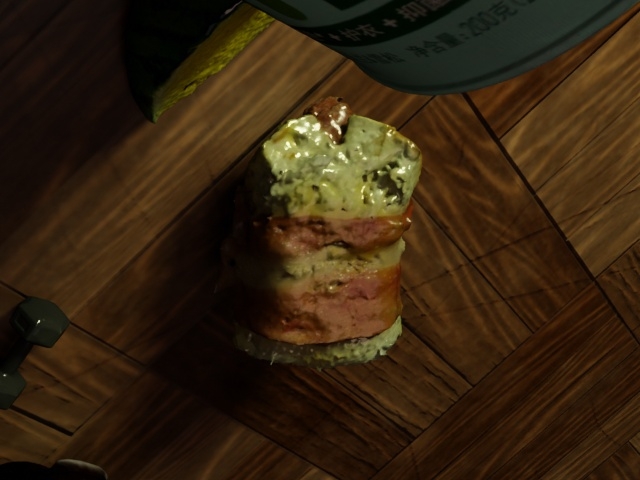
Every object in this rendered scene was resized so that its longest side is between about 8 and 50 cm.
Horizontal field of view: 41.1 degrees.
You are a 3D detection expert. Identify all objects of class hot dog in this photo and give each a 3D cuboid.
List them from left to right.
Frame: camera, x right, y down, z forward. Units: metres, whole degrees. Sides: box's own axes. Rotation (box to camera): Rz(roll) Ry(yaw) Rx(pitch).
[{"bbox_3d":[0.000,0.000,0.630,0.146,0.103,0.213,7,112,-9],"label":"hot dog"}]

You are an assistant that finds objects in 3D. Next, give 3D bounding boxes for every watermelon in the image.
[{"bbox_3d":[-0.046,-0.143,0.507,0.181,0.075,0.092,-38,137,-2],"label":"watermelon"}]

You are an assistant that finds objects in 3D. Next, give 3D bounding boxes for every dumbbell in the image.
[{"bbox_3d":[-0.214,0.080,0.603,0.036,0.040,0.083,35,103,-10],"label":"dumbbell"}]

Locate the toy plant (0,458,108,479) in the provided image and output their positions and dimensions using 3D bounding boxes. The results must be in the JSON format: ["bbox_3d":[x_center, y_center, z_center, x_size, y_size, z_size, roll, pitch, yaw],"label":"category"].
[{"bbox_3d":[-0.258,0.256,0.631,0.235,0.175,0.218,-19,142,18],"label":"toy plant"}]

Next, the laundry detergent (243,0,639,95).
[{"bbox_3d":[-0.021,-0.240,0.296,0.305,0.287,0.287,21,111,-33],"label":"laundry detergent"}]
